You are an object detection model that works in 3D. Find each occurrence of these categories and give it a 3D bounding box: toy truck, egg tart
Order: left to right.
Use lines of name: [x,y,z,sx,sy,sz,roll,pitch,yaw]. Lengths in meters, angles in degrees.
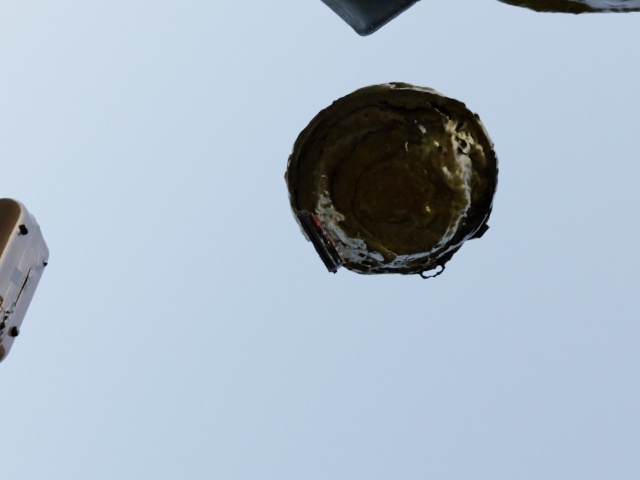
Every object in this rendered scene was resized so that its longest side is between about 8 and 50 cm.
toy truck: [0.000,0.000,1.228,0.024,0.032,0.083,-39,-115,22]
egg tart: [0.100,-0.061,1.341,0.291,0.290,0.107,-34,-161,7]

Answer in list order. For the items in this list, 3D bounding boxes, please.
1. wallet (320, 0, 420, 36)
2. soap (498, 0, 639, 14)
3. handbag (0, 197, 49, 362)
wallet: [0.020,-0.336,0.966,0.251,0.290,0.054,-24,-141,46]
soap: [0.350,-0.313,1.168,0.306,0.115,0.427,1,-164,31]
handbag: [-0.627,0.075,1.773,0.283,0.149,0.301,-3,-132,13]
